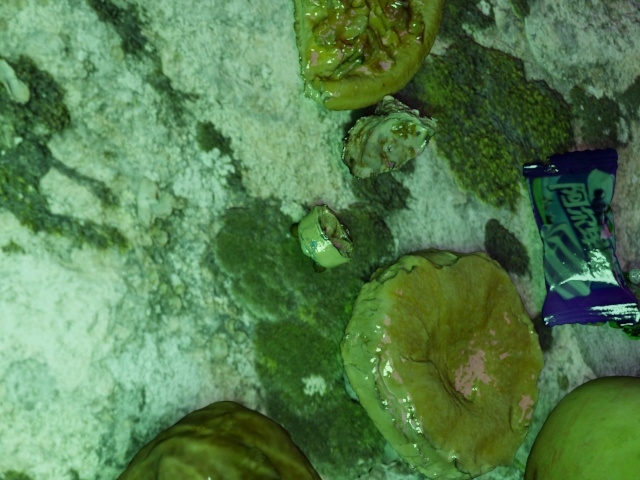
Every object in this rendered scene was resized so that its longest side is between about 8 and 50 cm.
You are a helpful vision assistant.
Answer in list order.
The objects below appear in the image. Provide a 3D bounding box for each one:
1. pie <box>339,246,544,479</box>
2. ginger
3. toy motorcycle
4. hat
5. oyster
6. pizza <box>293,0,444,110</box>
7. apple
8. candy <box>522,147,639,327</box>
[{"bbox_3d":[0.176,0.159,1.677,0.339,0.083,0.339,13,68,-35],"label":"pie"},{"bbox_3d":[-0.124,0.301,1.325,0.200,0.269,0.223,41,10,20],"label":"ginger"},{"bbox_3d":[0.468,0.098,1.943,0.190,0.074,0.106,12,80,-36],"label":"toy motorcycle"},{"bbox_3d":[0.000,0.000,1.593,0.077,0.059,0.076,52,18,-28],"label":"hat"},{"bbox_3d":[0.096,-0.143,1.698,0.177,0.056,0.105,-19,130,-34],"label":"oyster"},{"bbox_3d":[0.086,-0.295,1.729,0.268,0.087,0.257,1,81,-41],"label":"pizza"},{"bbox_3d":[0.416,0.352,1.674,0.277,0.319,0.319,-43,106,-28],"label":"apple"},{"bbox_3d":[0.387,0.000,1.865,0.070,0.145,0.275,36,47,-76],"label":"candy"}]
